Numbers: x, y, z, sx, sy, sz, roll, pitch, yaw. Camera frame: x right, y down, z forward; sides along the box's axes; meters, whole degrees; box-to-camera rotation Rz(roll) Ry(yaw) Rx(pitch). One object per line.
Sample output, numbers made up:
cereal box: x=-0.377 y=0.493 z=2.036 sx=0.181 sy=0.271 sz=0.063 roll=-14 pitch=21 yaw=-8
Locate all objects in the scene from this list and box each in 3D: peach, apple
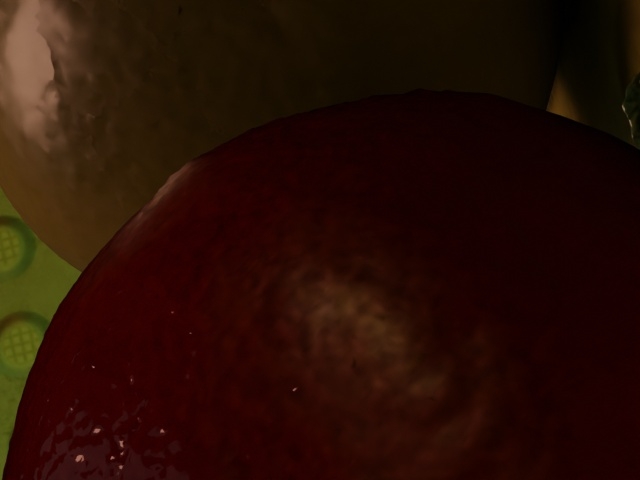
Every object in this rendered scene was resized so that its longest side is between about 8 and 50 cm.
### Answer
peach: x=0.050 y=0.124 z=0.529 sx=0.281 sy=0.281 sz=0.338 roll=78 pitch=177 yaw=-63
apple: x=-0.029 y=-0.113 z=0.799 sx=0.254 sy=0.292 sz=0.292 roll=81 pitch=175 yaw=-54

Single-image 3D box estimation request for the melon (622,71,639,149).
melon: x=0.149 y=0.042 z=0.691 sx=0.114 sy=0.053 sz=0.261 roll=-75 pitch=-19 yaw=-53
